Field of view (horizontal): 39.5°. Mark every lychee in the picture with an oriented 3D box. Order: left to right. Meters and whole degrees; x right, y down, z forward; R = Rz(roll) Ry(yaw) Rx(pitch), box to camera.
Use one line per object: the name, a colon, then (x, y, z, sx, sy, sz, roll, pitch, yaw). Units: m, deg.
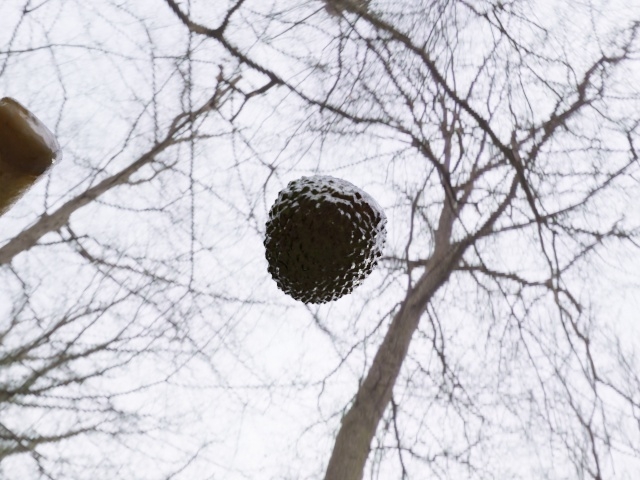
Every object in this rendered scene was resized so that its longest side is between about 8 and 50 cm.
lychee: (0.000, 0.000, 1.110, 0.171, 0.171, 0.171, 3, -71, 8)

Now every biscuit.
biscuit: (-0.449, -0.106, 1.008, 0.291, 0.062, 0.237, -29, -66, 36)
